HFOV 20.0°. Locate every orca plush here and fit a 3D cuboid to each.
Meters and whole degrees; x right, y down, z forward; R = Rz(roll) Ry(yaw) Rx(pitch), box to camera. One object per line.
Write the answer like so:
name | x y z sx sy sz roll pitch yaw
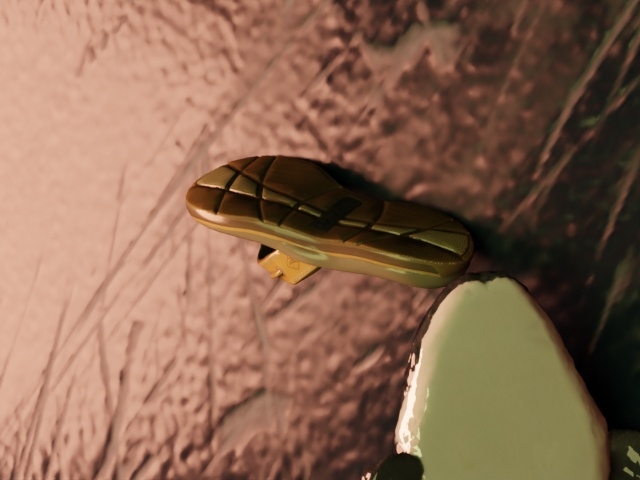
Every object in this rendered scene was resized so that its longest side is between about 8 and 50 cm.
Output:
orca plush | 0.101 0.162 0.879 0.151 0.102 0.287 -25 85 -8

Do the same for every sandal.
sandal | 0.000 0.000 0.950 0.180 0.072 0.049 19 126 33
